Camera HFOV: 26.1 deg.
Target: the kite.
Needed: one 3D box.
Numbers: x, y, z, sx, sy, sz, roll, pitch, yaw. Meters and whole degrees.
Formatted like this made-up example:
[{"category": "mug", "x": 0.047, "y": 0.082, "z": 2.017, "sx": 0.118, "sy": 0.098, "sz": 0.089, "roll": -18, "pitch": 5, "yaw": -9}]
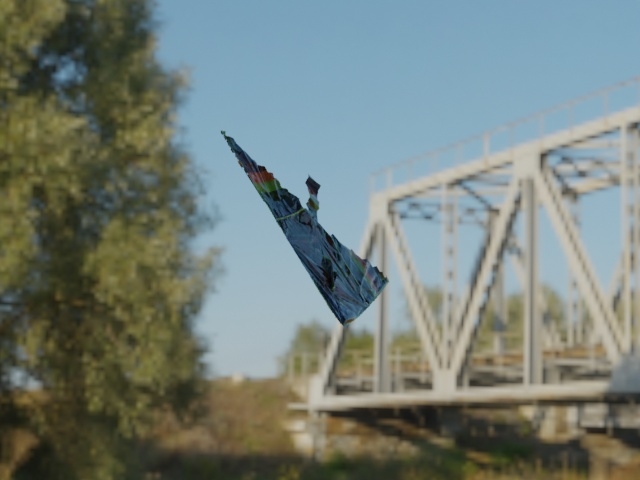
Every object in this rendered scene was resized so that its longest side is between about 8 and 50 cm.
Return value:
[{"category": "kite", "x": 0.000, "y": 0.000, "z": 0.552, "sx": 0.004, "sy": 0.090, "sz": 0.122, "roll": -32, "pitch": -51, "yaw": 17}]
